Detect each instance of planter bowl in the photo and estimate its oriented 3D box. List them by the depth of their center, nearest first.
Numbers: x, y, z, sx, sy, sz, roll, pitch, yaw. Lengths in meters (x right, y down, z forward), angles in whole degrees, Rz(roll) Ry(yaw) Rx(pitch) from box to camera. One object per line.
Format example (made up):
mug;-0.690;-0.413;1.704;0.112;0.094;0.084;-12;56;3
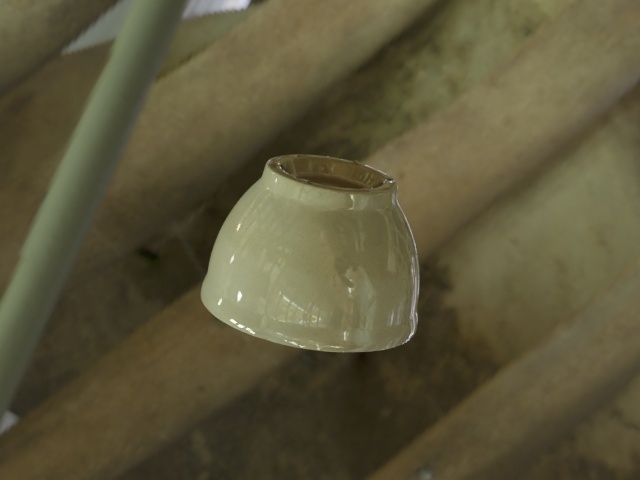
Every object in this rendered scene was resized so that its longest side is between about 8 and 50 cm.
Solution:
planter bowl;0.000;0.000;0.987;0.162;0.109;0.162;9;-164;-3
